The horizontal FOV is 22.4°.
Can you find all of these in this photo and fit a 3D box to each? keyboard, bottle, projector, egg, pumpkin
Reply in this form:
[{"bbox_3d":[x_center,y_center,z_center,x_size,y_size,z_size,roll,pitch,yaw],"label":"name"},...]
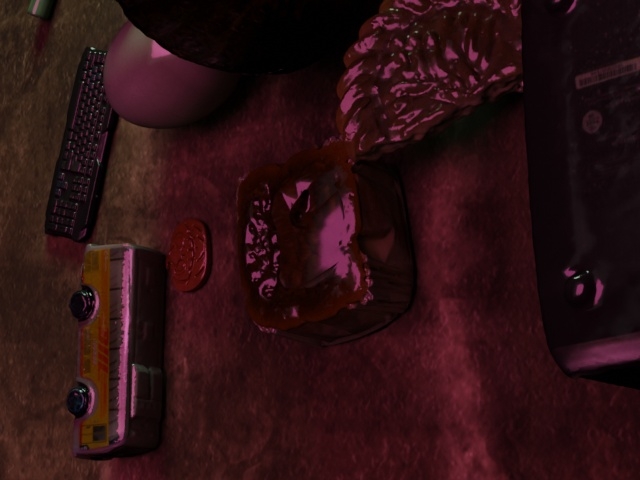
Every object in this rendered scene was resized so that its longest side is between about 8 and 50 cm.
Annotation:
[{"bbox_3d":[-0.317,-0.130,2.177,0.106,0.016,0.262,12,90,44],"label":"keyboard"},{"bbox_3d":[-0.386,-0.353,2.278,0.030,0.030,0.083,25,98,43],"label":"bottle"},{"bbox_3d":[0.385,-0.098,1.359,0.395,0.242,0.405,-16,70,41],"label":"projector"},{"bbox_3d":[-0.182,-0.214,1.978,0.209,0.151,0.151,-31,61,43],"label":"egg"},{"bbox_3d":[-0.093,-0.326,1.818,0.192,0.320,0.320,-54,47,48],"label":"pumpkin"}]

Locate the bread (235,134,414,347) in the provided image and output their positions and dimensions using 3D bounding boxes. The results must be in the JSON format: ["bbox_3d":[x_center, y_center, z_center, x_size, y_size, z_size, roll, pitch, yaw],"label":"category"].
[{"bbox_3d":[-0.001,0.002,1.790,0.192,0.110,0.209,-19,69,38],"label":"bread"}]

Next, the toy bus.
[{"bbox_3d":[-0.250,0.138,2.015,0.106,0.092,0.268,-6,77,32],"label":"toy bus"}]

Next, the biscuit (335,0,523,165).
[{"bbox_3d":[0.128,-0.202,1.707,0.274,0.036,0.187,-25,61,16],"label":"biscuit"}]

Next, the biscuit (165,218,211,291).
[{"bbox_3d":[-0.166,0.019,2.006,0.078,0.015,0.091,-19,69,39],"label":"biscuit"}]
